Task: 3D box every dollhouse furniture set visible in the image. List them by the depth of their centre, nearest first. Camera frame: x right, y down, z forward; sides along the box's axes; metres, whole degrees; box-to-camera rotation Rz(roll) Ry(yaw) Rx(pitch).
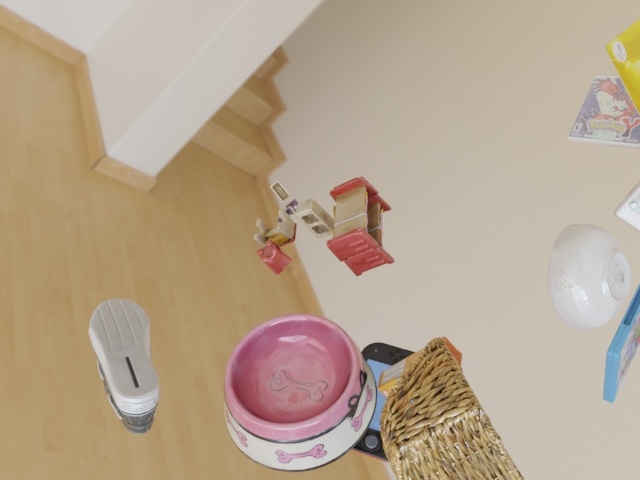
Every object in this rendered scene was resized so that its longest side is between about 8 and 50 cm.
[{"bbox_3d":[0.000,0.000,1.551,0.152,0.374,0.201,44,38,-38],"label":"dollhouse furniture set"},{"bbox_3d":[-0.120,-0.118,1.752,0.114,0.091,0.081,52,-6,-9],"label":"dollhouse furniture set"}]

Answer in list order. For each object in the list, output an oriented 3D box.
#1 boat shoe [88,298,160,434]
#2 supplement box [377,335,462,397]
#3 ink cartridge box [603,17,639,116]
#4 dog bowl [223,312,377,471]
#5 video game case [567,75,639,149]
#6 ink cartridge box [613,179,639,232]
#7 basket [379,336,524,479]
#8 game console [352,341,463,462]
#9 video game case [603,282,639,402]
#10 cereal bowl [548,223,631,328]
[{"bbox_3d":[-0.400,0.246,1.152,0.121,0.119,0.335,1,29,-25],"label":"boat shoe"},{"bbox_3d":[0.263,0.351,1.535,0.078,0.233,0.080,44,34,-10],"label":"supplement box"},{"bbox_3d":[0.725,-0.346,1.062,0.072,0.307,0.304,6,59,-28],"label":"ink cartridge box"},{"bbox_3d":[-0.064,0.362,1.469,0.408,0.408,0.150,-106,-176,-47],"label":"dog bowl"},{"bbox_3d":[0.729,-0.313,1.385,0.023,0.183,0.201,30,-7,-42],"label":"video game case"},{"bbox_3d":[0.884,-0.092,1.237,0.324,0.330,0.071,38,23,10],"label":"ink cartridge box"},{"bbox_3d":[0.233,0.389,1.126,0.299,0.213,0.223,57,6,-27],"label":"basket"},{"bbox_3d":[0.253,0.523,1.837,0.060,0.342,0.386,80,27,-48],"label":"game console"},{"bbox_3d":[0.397,0.109,0.725,0.015,0.166,0.119,21,-30,36],"label":"video game case"},{"bbox_3d":[0.866,0.112,1.799,0.339,0.141,0.339,3,86,-37],"label":"cereal bowl"}]
